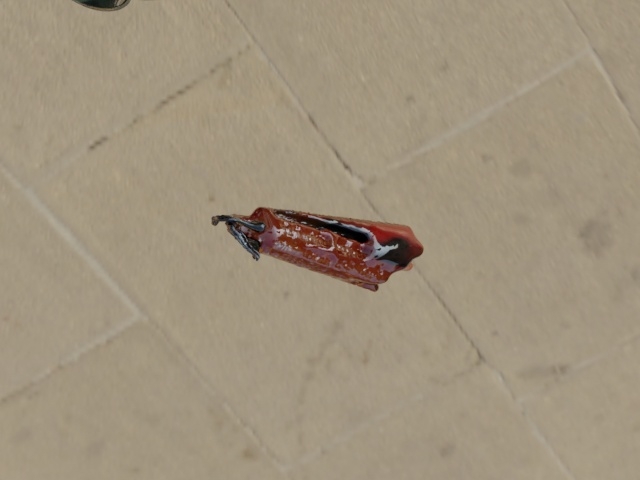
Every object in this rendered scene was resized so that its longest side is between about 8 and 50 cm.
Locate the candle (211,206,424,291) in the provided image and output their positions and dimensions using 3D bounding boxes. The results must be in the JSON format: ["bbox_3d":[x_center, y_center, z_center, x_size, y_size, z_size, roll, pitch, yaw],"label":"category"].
[{"bbox_3d":[0.000,0.000,1.560,0.302,0.059,0.084,14,88,-43],"label":"candle"}]

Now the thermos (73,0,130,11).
[{"bbox_3d":[-0.245,-0.316,1.493,0.182,0.286,0.145,49,64,-36],"label":"thermos"}]
